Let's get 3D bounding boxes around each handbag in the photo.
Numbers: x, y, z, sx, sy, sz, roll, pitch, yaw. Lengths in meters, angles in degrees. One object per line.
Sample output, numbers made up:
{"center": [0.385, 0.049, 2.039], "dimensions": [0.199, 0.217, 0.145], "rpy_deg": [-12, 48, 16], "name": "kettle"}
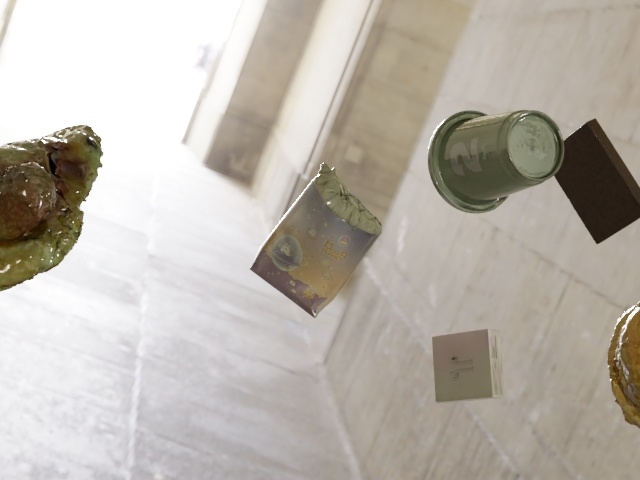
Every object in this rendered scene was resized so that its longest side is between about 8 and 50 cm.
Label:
{"center": [0.000, 0.000, 1.395], "dimensions": [0.117, 0.173, 0.095], "rpy_deg": [36, 20, 1], "name": "handbag"}

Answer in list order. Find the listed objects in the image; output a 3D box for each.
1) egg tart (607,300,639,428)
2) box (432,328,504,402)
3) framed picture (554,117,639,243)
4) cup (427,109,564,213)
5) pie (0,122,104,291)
{"center": [0.616, 0.194, 1.877], "dimensions": [0.128, 0.319, 0.319], "rpy_deg": [24, 4, -40], "name": "egg tart"}
{"center": [0.284, 0.243, 2.113], "dimensions": [0.129, 0.130, 0.051], "rpy_deg": [-13, -17, 38], "name": "box"}
{"center": [0.437, -0.092, 1.737], "dimensions": [0.023, 0.128, 0.168], "rpy_deg": [-25, 79, -30], "name": "framed picture"}
{"center": [0.198, -0.092, 1.217], "dimensions": [0.120, 0.120, 0.141], "rpy_deg": [18, -11, -28], "name": "cup"}
{"center": [-0.492, -0.035, 1.543], "dimensions": [0.395, 0.180, 0.418], "rpy_deg": [-18, 15, 4], "name": "pie"}
